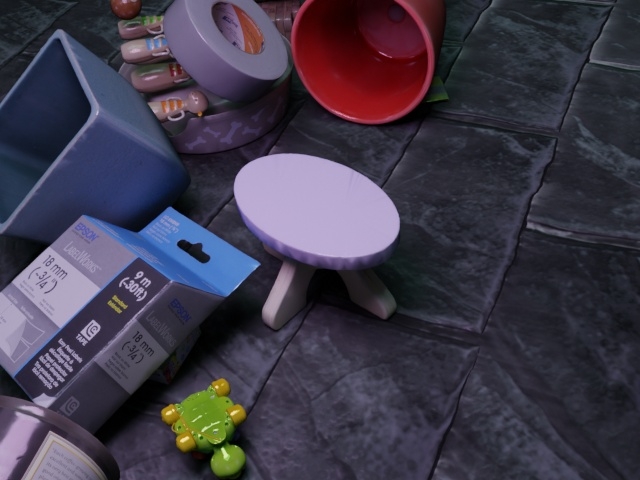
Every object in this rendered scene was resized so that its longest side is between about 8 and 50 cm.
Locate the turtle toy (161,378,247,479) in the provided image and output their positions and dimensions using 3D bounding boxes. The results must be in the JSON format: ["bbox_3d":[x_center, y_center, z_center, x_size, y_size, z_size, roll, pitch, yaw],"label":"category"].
[{"bbox_3d":[-0.137,0.243,1.018,0.095,0.066,0.130,-25,46,-17],"label":"turtle toy"}]

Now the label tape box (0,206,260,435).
[{"bbox_3d":[-0.287,0.074,1.113,0.240,0.106,0.334,29,68,39],"label":"label tape box"}]

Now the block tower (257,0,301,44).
[{"bbox_3d":[-0.040,-0.460,1.730,0.335,0.097,0.091,-4,43,3],"label":"block tower"}]

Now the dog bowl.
[{"bbox_3d":[-0.217,-0.300,1.581,0.348,0.102,0.349,-4,43,4],"label":"dog bowl"}]

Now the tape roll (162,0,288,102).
[{"bbox_3d":[-0.162,-0.348,1.398,0.072,0.219,0.219,-36,29,36],"label":"tape roll"}]

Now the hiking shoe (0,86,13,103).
[{"bbox_3d":[-0.582,-0.307,1.677,0.227,0.086,0.114,-32,34,-31],"label":"hiking shoe"}]

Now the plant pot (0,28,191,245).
[{"bbox_3d":[-0.358,-0.127,1.287,0.247,0.252,0.248,-46,49,14],"label":"plant pot"}]

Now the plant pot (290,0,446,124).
[{"bbox_3d":[0.114,-0.393,1.528,0.274,0.275,0.243,11,37,20],"label":"plant pot"}]

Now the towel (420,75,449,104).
[{"bbox_3d":[0.214,-0.293,1.571,0.060,0.009,0.083,-10,44,-3],"label":"towel"}]

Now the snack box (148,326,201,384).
[{"bbox_3d":[-0.258,0.145,1.162,0.141,0.037,0.100,10,47,21],"label":"snack box"}]

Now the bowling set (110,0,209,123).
[{"bbox_3d":[-0.277,-0.355,1.440,0.154,0.200,0.287,-14,47,-7],"label":"bowling set"}]

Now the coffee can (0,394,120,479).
[{"bbox_3d":[-0.365,0.335,0.858,0.201,0.202,0.275,6,45,15],"label":"coffee can"}]

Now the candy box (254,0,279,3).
[{"bbox_3d":[-0.100,-0.563,1.733,0.316,0.088,0.183,1,10,40],"label":"candy box"}]

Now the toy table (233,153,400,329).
[{"bbox_3d":[0.000,0.000,1.186,0.252,0.161,0.274,-30,48,-22],"label":"toy table"}]
